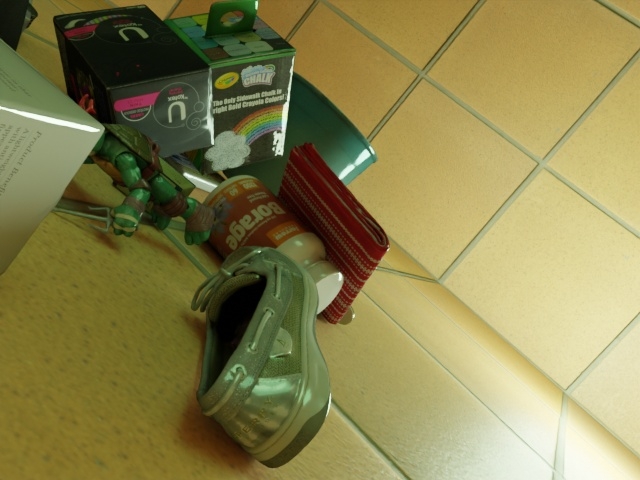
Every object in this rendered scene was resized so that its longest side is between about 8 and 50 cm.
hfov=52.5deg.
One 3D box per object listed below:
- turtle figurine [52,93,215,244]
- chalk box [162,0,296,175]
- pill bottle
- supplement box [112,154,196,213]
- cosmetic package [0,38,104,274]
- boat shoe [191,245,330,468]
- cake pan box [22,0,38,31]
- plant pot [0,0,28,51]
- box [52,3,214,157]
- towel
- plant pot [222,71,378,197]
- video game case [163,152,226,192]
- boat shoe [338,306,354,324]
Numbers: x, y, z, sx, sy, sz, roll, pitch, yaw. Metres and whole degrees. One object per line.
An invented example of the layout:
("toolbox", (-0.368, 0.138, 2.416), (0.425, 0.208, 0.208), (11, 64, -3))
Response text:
("turtle figurine", (-0.235, -0.074, 0.765), (0.175, 0.118, 0.234), (47, 6, 38))
("chalk box", (-0.168, -0.296, 1.157), (0.180, 0.288, 0.179), (-18, 48, -29))
("pill bottle", (-0.071, 0.012, 0.938), (0.216, 0.121, 0.121), (43, 10, 25))
("supplement box", (-0.237, -0.080, 0.932), (0.083, 0.056, 0.083), (39, 9, -3))
("cosmetic package", (-0.280, -0.071, 0.427), (0.151, 0.151, 0.184), (40, 8, 8))
("boat shoe", (-0.072, 0.080, 0.643), (0.103, 0.118, 0.320), (40, 15, -24))
("cake pan box", (-0.645, -0.468, 1.159), (0.267, 0.070, 0.245), (34, 13, -32))
("plant pot", (-0.421, -0.247, 0.673), (0.188, 0.167, 0.187), (37, 9, -10))
("box", (-0.305, -0.260, 1.053), (0.165, 0.143, 0.270), (-21, 48, -27))
("towel", (0.000, 0.000, 0.973), (0.198, 0.031, 0.274), (51, -29, 15))
("plant pot", (-0.063, -0.177, 1.393), (0.272, 0.255, 0.271), (44, 1, -1))
("video game case", (-0.271, -0.159, 1.276), (0.193, 0.023, 0.212), (43, 9, 22))
("boat shoe", (0.009, 0.091, 1.097), (0.133, 0.048, 0.042), (38, 16, 21))
